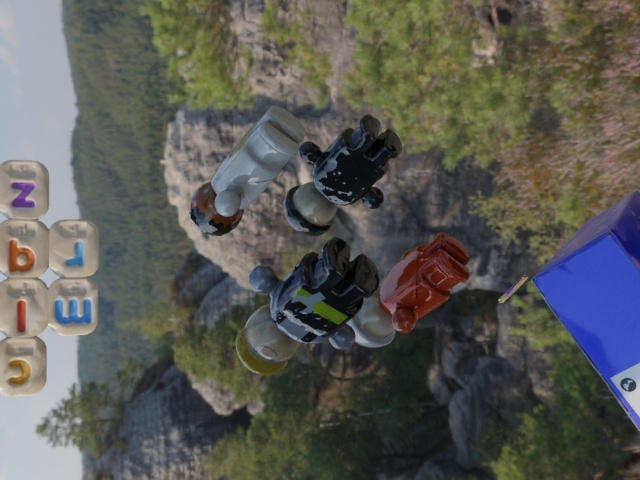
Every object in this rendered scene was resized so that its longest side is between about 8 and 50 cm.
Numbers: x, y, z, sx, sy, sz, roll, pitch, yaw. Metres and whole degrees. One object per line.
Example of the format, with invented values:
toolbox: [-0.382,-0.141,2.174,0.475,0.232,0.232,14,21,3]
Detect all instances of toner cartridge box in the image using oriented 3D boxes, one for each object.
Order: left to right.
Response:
toner cartridge box: [0.318,0.051,0.618,0.075,0.347,0.165,-38,79,29]

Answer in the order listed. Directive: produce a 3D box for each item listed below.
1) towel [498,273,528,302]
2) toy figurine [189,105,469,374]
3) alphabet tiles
towel: [0.425,0.105,1.390,0.009,0.060,0.083,46,105,21]
toy figurine: [0.000,0.000,0.564,0.148,0.209,0.213,-43,67,37]
alphabet tiles: [-0.406,0.044,0.731,0.021,0.284,0.278,-178,88,-71]
